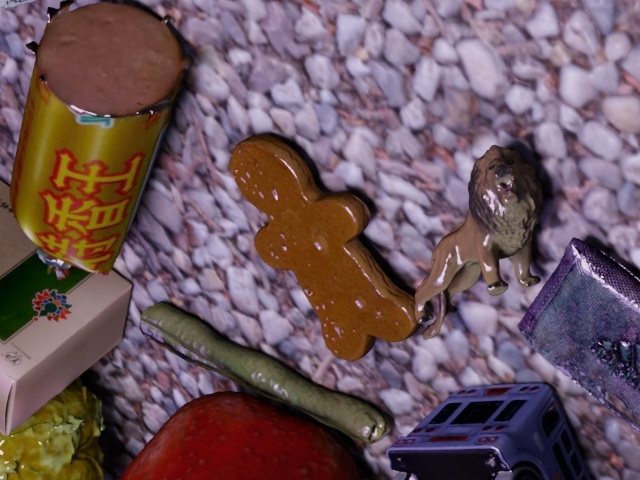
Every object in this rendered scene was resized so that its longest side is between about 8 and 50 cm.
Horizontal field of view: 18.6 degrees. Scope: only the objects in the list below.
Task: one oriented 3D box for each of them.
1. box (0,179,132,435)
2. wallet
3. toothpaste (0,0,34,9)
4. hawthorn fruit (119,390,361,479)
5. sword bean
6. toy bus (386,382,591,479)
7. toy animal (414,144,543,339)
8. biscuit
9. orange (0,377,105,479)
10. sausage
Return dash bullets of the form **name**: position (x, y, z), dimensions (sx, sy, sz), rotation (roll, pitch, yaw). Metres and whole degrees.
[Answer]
- **box**: position (-0.311, 0.052, 1.824), dimensions (0.212, 0.168, 0.095), rotation (36, 144, 16)
- **wallet**: position (0.228, 0.078, 1.409), dimensions (0.166, 0.030, 0.111), rotation (39, 138, 11)
- **toothpaste**: position (-0.286, -0.227, 1.619), dimensions (0.313, 0.089, 0.071), rotation (-4, 112, 48)
- **hawthorn fruit**: position (-0.100, 0.261, 1.719), dimensions (0.210, 0.266, 0.230), rotation (53, 143, 8)
- **sword bean**: position (-0.049, 0.119, 1.728), dimensions (0.269, 0.038, 0.043), rotation (23, 162, 30)
- **toy bus**: position (0.170, 0.262, 1.549), dimensions (0.125, 0.133, 0.292), rotation (-7, 115, 43)
- **toy animal**: position (0.119, 0.017, 1.440), dimensions (0.086, 0.069, 0.220), rotation (58, 143, 25)
- **biscuit**: position (0.000, 0.000, 1.571), dimensions (0.205, 0.031, 0.138), rotation (53, 143, -6)
- **orange**: position (-0.334, 0.214, 1.944), dimensions (0.300, 0.223, 0.301), rotation (43, 121, 31)
- **sausage**: position (-0.207, -0.064, 1.651), dimensions (0.125, 0.117, 0.317), rotation (23, 142, -2)
